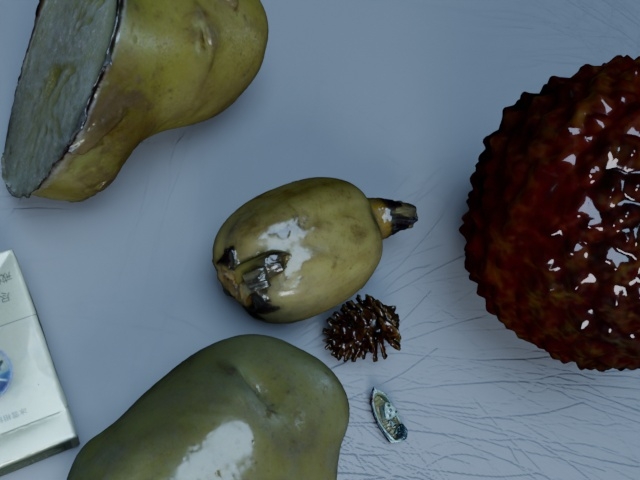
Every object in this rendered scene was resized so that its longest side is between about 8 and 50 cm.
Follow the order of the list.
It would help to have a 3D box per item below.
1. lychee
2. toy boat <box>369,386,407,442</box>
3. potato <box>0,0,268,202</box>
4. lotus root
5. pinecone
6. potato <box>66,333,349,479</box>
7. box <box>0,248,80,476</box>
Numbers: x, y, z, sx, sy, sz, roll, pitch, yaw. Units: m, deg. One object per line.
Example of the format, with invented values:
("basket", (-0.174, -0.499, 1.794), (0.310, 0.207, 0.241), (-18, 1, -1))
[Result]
("lychee", (0.406, -0.017, 1.036), (0.425, 0.500, 0.424), (-10, 50, 12))
("toy boat", (0.092, 0.240, 1.030), (0.038, 0.038, 0.083), (-24, 77, -24))
("potato", (-0.226, -0.223, 1.035), (0.296, 0.290, 0.397), (14, 82, -41))
("lotus root", (0.000, 0.000, 1.033), (0.310, 0.183, 0.182), (-24, 76, -26))
("pinecone", (0.057, 0.124, 1.044), (0.109, 0.102, 0.102), (-11, 69, 9))
("potato", (-0.117, 0.261, 0.858), (0.326, 0.221, 0.243), (-42, 94, -27))
("box", (-0.412, 0.155, 0.902), (0.164, 0.069, 0.256), (-18, 73, -22))
